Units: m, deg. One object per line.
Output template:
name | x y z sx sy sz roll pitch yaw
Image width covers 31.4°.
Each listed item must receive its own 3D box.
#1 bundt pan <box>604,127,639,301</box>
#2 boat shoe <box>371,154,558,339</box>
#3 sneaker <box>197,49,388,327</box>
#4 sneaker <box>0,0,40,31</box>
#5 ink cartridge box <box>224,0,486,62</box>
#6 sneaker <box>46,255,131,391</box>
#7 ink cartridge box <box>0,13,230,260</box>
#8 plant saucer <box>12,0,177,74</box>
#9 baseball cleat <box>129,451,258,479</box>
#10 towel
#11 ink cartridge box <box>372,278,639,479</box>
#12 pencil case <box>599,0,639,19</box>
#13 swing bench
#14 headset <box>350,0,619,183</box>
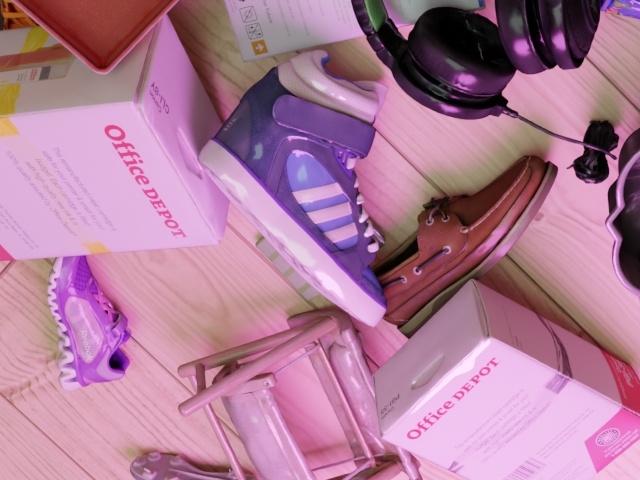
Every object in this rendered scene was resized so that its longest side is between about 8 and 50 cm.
bundt pan | 0.473 -0.053 1.272 0.331 0.124 0.330 0 118 0
boat shoe | 0.163 -0.002 1.413 0.104 0.110 0.307 38 117 -3
sneaker | 0.032 -0.075 1.384 0.236 0.130 0.323 -46 109 -8
sneaker | -0.373 -0.300 1.400 0.125 0.180 0.321 16 116 9
ink cartridge box | 0.010 -0.382 1.311 0.307 0.072 0.303 -10 113 17
sneaker | -0.322 0.109 1.618 0.105 0.095 0.236 2 118 8
ink cartridge box | -0.328 -0.117 1.417 0.385 0.160 0.279 -3 144 17
plant saucer | -0.252 -0.348 1.273 0.259 0.048 0.258 40 77 2
baseball cleat | -0.188 0.382 1.702 0.206 0.072 0.109 10 121 16
towel | 0.000 0.000 1.515 0.152 0.023 0.113 -38 96 28
ink cartridge box | 0.237 0.199 1.420 0.283 0.117 0.207 29 120 -24
pencil case | 0.451 -0.263 1.210 0.306 0.133 0.119 18 138 9
swing bench | -0.027 0.250 1.541 0.255 0.165 0.253 -24 105 -2
headset | 0.206 -0.229 1.255 0.243 0.185 0.394 -28 105 36
